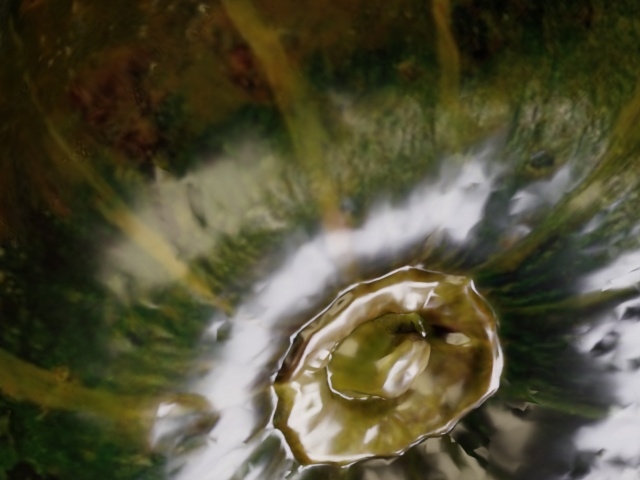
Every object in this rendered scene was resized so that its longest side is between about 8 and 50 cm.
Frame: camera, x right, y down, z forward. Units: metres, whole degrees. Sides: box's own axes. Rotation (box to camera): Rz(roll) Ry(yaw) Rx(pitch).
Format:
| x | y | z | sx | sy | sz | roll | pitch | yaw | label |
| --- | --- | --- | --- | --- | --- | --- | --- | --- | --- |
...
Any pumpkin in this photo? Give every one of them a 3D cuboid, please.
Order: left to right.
| x | y | z | sx | sy | sz | roll | pitch | yaw | label |
| --- | --- | --- | --- | --- | --- | --- | --- | --- | --- |
| -0.001 | -0.001 | 0.473 | 0.260 | 0.189 | 0.260 | -8 | 122 | -13 | pumpkin |
